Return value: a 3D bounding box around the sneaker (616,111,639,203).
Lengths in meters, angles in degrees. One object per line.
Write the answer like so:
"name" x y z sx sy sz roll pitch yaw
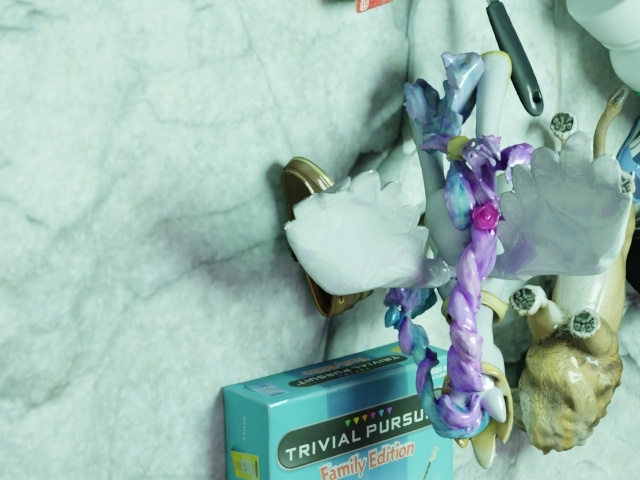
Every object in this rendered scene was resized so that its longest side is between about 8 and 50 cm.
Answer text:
"sneaker" 0.405 -0.108 1.801 0.053 0.059 0.144 29 81 -43

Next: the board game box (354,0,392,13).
"board game box" 0.097 -0.346 1.431 0.124 0.039 0.259 -32 143 -56

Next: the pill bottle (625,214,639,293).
"pill bottle" 0.478 -0.019 1.841 0.219 0.123 0.123 -36 121 -30

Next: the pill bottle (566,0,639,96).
"pill bottle" 0.462 -0.213 1.684 0.361 0.204 0.204 36 75 -23

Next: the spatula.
"spatula" 0.179 -0.269 1.534 0.084 0.030 0.296 -21 96 -41

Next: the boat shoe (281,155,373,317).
"boat shoe" 0.000 0.000 1.476 0.060 0.064 0.178 -40 125 -29

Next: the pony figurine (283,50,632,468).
"pony figurine" 0.143 -0.010 1.427 0.351 0.303 0.363 75 15 -46

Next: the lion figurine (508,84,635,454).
"lion figurine" 0.303 0.042 1.694 0.392 0.142 0.240 -67 154 -16

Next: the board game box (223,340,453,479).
"board game box" 0.025 0.294 1.553 0.254 0.079 0.336 -12 107 -39
